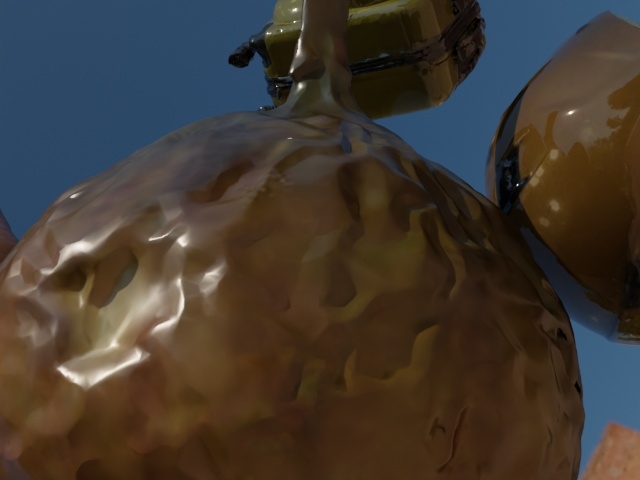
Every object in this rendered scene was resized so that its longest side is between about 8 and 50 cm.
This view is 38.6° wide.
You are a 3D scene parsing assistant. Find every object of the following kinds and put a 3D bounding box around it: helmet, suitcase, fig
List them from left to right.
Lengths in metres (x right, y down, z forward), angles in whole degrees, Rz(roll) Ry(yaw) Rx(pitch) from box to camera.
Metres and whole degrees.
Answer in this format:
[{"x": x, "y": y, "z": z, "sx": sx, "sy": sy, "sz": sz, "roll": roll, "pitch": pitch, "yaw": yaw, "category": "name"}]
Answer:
[{"x": 0.000, "y": 0.000, "z": 0.464, "sx": 0.286, "sy": 0.286, "sz": 0.368, "roll": 35, "pitch": -116, "yaw": -50, "category": "fig"}, {"x": 0.045, "y": -0.214, "z": 0.948, "sx": 0.194, "sy": 0.235, "sz": 0.143, "roll": -53, "pitch": -49, "yaw": -53, "category": "suitcase"}, {"x": 0.175, "y": -0.015, "z": 0.544, "sx": 0.130, "sy": 0.198, "sz": 0.224, "roll": -39, "pitch": -26, "yaw": -19, "category": "helmet"}]

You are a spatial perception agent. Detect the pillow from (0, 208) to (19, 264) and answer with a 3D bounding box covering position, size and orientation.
[{"x": -0.500, "y": 0.009, "z": 1.152, "sx": 0.236, "sy": 0.223, "sz": 0.084, "roll": -20, "pitch": -50, "yaw": -24, "category": "pillow"}]
